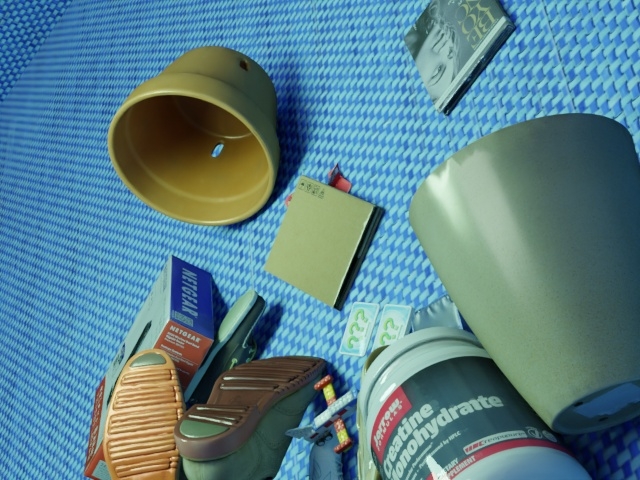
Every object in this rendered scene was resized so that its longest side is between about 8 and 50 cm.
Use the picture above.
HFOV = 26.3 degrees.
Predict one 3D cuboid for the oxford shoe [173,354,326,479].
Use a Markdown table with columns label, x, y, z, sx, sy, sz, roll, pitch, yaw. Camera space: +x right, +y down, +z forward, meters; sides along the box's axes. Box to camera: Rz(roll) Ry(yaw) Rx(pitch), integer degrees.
| label | x | y | z | sx | sy | sz | roll | pitch | yaw |
| --- | --- | --- | --- | --- | --- | --- | --- | --- | --- |
| oxford shoe | -0.090 | 0.253 | 1.862 | 0.123 | 0.348 | 0.130 | 1 | 107 | 28 |

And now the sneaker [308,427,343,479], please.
| label | x | y | z | sx | sy | sz | roll | pitch | yaw |
| --- | --- | --- | --- | --- | --- | --- | --- | --- | --- |
| sneaker | 0.011 | 0.321 | 1.831 | 0.061 | 0.054 | 0.152 | 7 | 69 | 36 |

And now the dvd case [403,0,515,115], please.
| label | x | y | z | sx | sy | sz | roll | pitch | yaw |
| --- | --- | --- | --- | --- | --- | --- | --- | --- | --- |
| dvd case | 0.196 | -0.301 | 1.996 | 0.164 | 0.018 | 0.221 | -52 | 31 | 25 |

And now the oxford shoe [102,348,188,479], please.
| label | x | y | z | sx | sy | sz | roll | pitch | yaw |
| --- | --- | --- | --- | --- | --- | --- | --- | --- | --- |
| oxford shoe | -0.245 | 0.348 | 2.080 | 0.130 | 0.133 | 0.363 | -5 | 78 | 15 |

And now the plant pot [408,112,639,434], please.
| label | x | y | z | sx | sy | sz | roll | pitch | yaw |
| --- | --- | --- | --- | --- | --- | --- | --- | --- | --- |
| plant pot | 0.253 | 0.052 | 1.428 | 0.256 | 0.256 | 0.274 | -43 | 52 | 38 |

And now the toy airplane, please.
| label | x | y | z | sx | sy | sz | roll | pitch | yaw |
| --- | --- | --- | --- | --- | --- | --- | --- | --- | --- |
| toy airplane | -0.002 | -0.055 | 2.143 | 0.151 | 0.028 | 0.151 | -26 | 54 | 43 |

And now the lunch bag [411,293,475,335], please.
| label | x | y | z | sx | sy | sz | roll | pitch | yaw |
| --- | --- | --- | --- | --- | --- | --- | --- | --- | --- |
| lunch bag | 0.163 | 0.110 | 1.697 | 0.098 | 0.065 | 0.067 | -33 | 58 | 45 |

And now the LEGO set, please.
| label | x | y | z | sx | sy | sz | roll | pitch | yaw |
| --- | --- | --- | --- | --- | --- | --- | --- | --- | --- |
| LEGO set | 0.060 | 0.193 | 1.784 | 0.182 | 0.060 | 0.244 | 4 | 71 | 46 |

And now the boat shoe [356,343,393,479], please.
| label | x | y | z | sx | sy | sz | roll | pitch | yaw |
| --- | --- | --- | --- | --- | --- | --- | --- | --- | --- |
| boat shoe | 0.096 | 0.280 | 1.655 | 0.098 | 0.109 | 0.302 | 111 | 155 | -59 |

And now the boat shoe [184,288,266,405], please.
| label | x | y | z | sx | sy | sz | roll | pitch | yaw |
| --- | --- | --- | --- | --- | --- | --- | --- | --- | --- |
| boat shoe | -0.142 | 0.177 | 2.178 | 0.227 | 0.069 | 0.081 | -55 | 12 | 22 |

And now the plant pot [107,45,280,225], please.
| label | x | y | z | sx | sy | sz | roll | pitch | yaw |
| --- | --- | --- | --- | --- | --- | --- | --- | --- | --- |
| plant pot | -0.193 | -0.197 | 2.356 | 0.291 | 0.291 | 0.203 | -40 | 20 | 40 |

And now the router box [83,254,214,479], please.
| label | x | y | z | sx | sy | sz | roll | pitch | yaw |
| --- | --- | --- | --- | --- | --- | --- | --- | --- | --- |
| router box | -0.284 | 0.214 | 2.296 | 0.301 | 0.082 | 0.335 | -61 | 13 | 12 |

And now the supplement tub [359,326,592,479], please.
| label | x | y | z | sx | sy | sz | roll | pitch | yaw |
| --- | --- | --- | --- | --- | --- | --- | --- | --- | --- |
| supplement tub | 0.160 | 0.234 | 1.471 | 0.191 | 0.191 | 0.272 | -58 | 30 | 17 |

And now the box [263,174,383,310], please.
| label | x | y | z | sx | sy | sz | roll | pitch | yaw |
| --- | --- | --- | --- | --- | --- | --- | --- | --- | --- |
| box | 0.000 | 0.000 | 2.075 | 0.201 | 0.021 | 0.164 | 26 | 95 | 52 |
